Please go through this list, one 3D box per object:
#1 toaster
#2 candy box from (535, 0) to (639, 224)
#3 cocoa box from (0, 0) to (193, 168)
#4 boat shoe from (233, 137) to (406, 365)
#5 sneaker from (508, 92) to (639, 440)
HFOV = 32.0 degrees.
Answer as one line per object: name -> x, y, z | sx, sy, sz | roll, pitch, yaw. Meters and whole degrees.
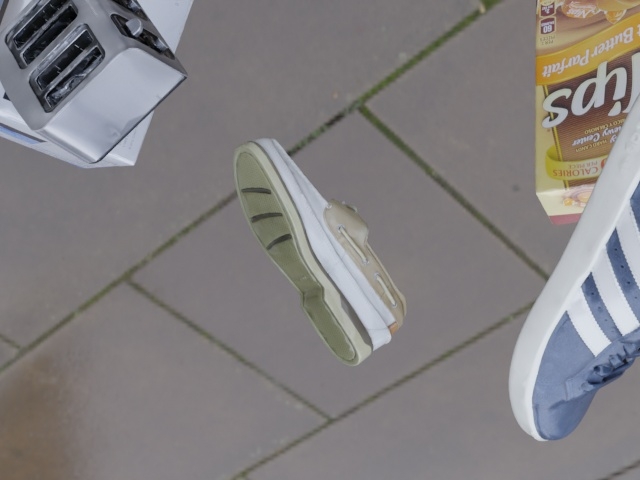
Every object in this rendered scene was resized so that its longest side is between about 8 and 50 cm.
toaster -> -0.268, -0.195, 1.257 | 0.186, 0.168, 0.110 | -41, 147, 11
candy box -> 0.341, -0.183, 1.256 | 0.183, 0.316, 0.087 | -7, 151, 25
cocoa box -> -0.353, -0.302, 1.619 | 0.231, 0.347, 0.228 | 22, 171, -29
boat shoe -> 0.000, 0.000, 1.358 | 0.113, 0.103, 0.302 | -4, 118, 60
sneaker -> 0.267, 0.042, 0.871 | 0.148, 0.131, 0.350 | 34, 124, 27
